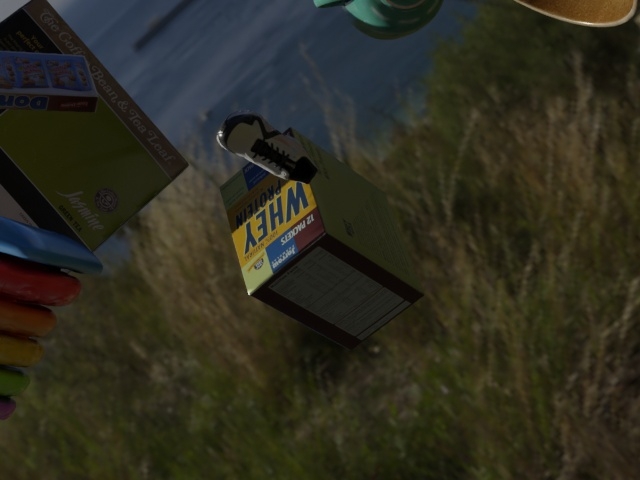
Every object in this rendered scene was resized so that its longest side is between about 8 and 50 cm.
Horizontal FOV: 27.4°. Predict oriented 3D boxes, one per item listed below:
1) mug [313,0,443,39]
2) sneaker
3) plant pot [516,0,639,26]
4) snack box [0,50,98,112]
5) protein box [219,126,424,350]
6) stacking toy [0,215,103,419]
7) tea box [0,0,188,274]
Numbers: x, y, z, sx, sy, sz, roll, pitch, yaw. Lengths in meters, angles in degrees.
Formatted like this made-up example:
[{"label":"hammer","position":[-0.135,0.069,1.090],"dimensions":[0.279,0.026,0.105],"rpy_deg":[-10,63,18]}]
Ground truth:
[{"label":"mug","position":[0.086,-0.320,1.690],"dimensions":[0.158,0.129,0.097],"rpy_deg":[-42,9,-7]},{"label":"sneaker","position":[-0.043,-0.079,1.124],"dimensions":[0.044,0.109,0.040],"rpy_deg":[44,107,42]},{"label":"plant pot","position":[0.259,-0.376,1.258],"dimensions":[0.254,0.237,0.237],"rpy_deg":[-58,17,-8]},{"label":"snack box","position":[-0.293,-0.145,1.180],"dimensions":[0.064,0.178,0.022],"rpy_deg":[65,145,41]},{"label":"protein box","position":[0.000,0.000,1.711],"dimensions":[0.136,0.201,0.200],"rpy_deg":[-39,44,21]},{"label":"stacking toy","position":[-0.347,0.125,1.310],"dimensions":[0.166,0.175,0.302],"rpy_deg":[27,-103,-73]},{"label":"tea box","position":[-0.433,-0.111,1.892],"dimensions":[0.323,0.329,0.220],"rpy_deg":[-44,9,-28]}]
